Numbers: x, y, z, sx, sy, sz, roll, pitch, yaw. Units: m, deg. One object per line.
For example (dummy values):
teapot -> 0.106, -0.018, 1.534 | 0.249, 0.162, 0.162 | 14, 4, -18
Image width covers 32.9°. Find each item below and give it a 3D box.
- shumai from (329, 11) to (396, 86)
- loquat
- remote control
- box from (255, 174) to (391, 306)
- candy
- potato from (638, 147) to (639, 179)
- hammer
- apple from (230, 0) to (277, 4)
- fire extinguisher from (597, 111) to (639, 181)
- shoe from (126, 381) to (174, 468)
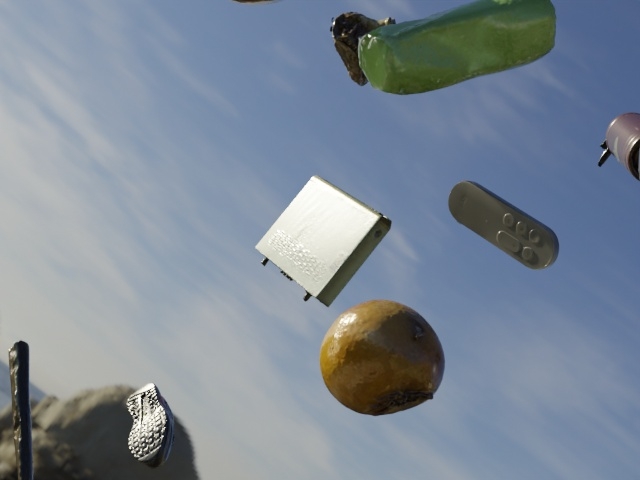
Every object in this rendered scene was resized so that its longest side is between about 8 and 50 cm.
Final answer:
shumai -> 0.097, -0.383, 2.079 | 0.116, 0.146, 0.145 | -12, -45, 36
loquat -> 0.070, 0.131, 1.223 | 0.141, 0.141, 0.141 | 34, -15, 10
remote control -> 0.309, -0.028, 1.847 | 0.022, 0.077, 0.245 | 0, 28, -43
box -> 0.000, 0.000, 1.982 | 0.045, 0.211, 0.270 | 40, -4, -33
candy -> 0.232, -0.337, 1.822 | 0.142, 0.343, 0.132 | 55, -26, 41
potato -> 0.284, -0.067, 0.653 | 0.148, 0.197, 0.228 | 4, -6, -11
hammer -> -0.324, 0.239, 1.190 | 0.125, 0.027, 0.297 | 75, 0, -57
apple -> -0.101, -0.603, 1.973 | 0.338, 0.305, 0.339 | 159, -90, -88
fire extinguisher -> 0.613, -0.180, 2.141 | 0.102, 0.138, 0.344 | 35, 14, -5
shoe -> -0.257, 0.304, 1.718 | 0.077, 0.074, 0.194 | 55, 2, -28
